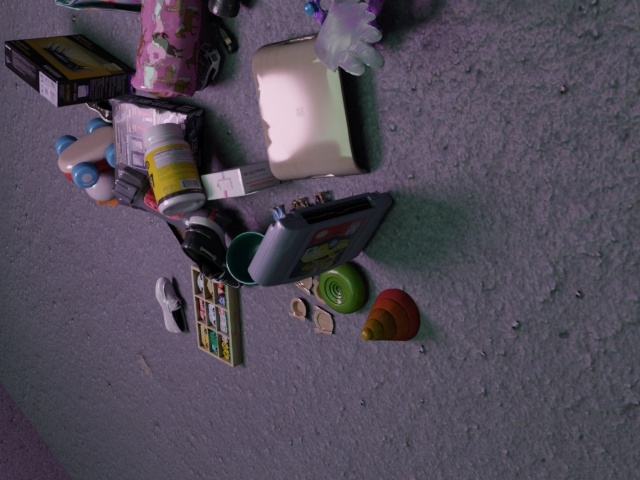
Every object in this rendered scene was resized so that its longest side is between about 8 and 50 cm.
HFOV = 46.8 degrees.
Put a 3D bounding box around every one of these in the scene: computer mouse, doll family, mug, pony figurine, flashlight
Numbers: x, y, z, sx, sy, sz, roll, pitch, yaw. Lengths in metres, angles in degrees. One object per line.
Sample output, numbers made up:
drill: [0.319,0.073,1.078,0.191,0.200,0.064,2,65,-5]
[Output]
computer mouse: [-0.270,-0.445,1.806,0.106,0.042,0.193,51,130,14]
doll family: [-0.041,-0.039,1.702,0.193,0.076,0.111,-11,102,53]
mug: [-0.141,0.052,1.809,0.158,0.097,0.129,27,93,19]
pony figurine: [0.070,-0.462,1.268,0.363,0.303,0.351,65,169,-29]
flashlight: [-0.381,-0.088,1.903,0.304,0.103,0.103,31,176,-10]

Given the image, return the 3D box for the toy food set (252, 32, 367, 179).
toy food set: [-0.016,-0.281,1.580,0.220,0.092,0.305,-1,106,35]

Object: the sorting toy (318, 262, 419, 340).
sorting toy: [0.034,0.131,1.626,0.366,0.126,0.127,26,123,31]

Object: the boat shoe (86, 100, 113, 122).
boat shoe: [-0.663,-0.406,2.235,0.133,0.049,0.042,39,125,27]

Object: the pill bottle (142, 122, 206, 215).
pill bottle: [-0.365,-0.176,1.822,0.119,0.119,0.208,-32,72,48]

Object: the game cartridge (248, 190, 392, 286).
game cartridge: [0.000,0.000,1.502,0.060,0.294,0.196,56,138,21]

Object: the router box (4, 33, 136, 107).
router box: [-0.714,-0.490,2.107,0.309,0.243,0.081,35,128,32]

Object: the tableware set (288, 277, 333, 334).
tableware set: [-0.021,0.145,1.788,0.141,0.020,0.168,23,122,40]

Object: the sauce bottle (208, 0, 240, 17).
sauce bottle: [-0.167,-0.643,1.566,0.111,0.111,0.344,47,135,24]

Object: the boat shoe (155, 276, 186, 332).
boat shoe: [-0.447,0.197,2.232,0.063,0.066,0.184,4,107,35]

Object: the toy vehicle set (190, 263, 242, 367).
toy vehicle set: [-0.293,0.210,2.091,0.166,0.035,0.266,17,118,42]

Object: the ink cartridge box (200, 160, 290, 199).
ink cartridge box: [-0.179,-0.147,1.769,0.198,0.115,0.067,-2,104,46]

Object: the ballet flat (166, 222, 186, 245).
ballet flat: [-0.404,-0.035,2.095,0.249,0.058,0.084,59,136,13]

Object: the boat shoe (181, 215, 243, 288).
boat shoe: [-0.269,0.055,1.853,0.114,0.091,0.302,7,151,25]

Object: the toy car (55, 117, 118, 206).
toy car: [-0.650,-0.207,2.236,0.219,0.210,0.238,45,164,43]

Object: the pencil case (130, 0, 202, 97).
pencil case: [-0.358,-0.533,1.738,0.167,0.160,0.385,11,105,9]

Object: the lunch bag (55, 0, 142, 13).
lunch bag: [-0.524,-0.656,1.853,0.262,0.224,0.160,-30,75,48]

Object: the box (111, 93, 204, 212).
box: [-0.435,-0.220,1.983,0.243,0.076,0.307,14,117,21]
